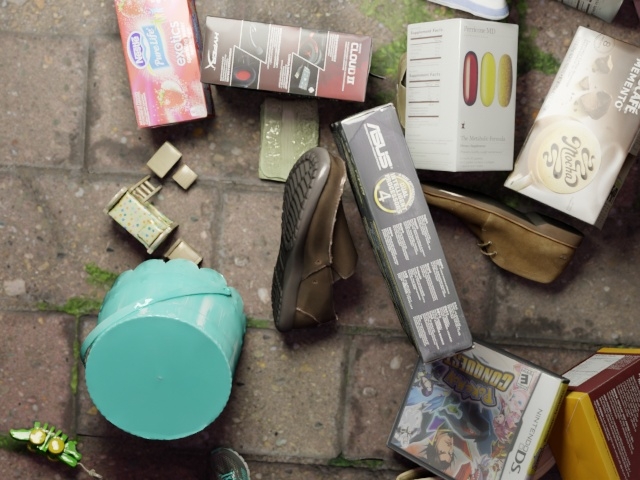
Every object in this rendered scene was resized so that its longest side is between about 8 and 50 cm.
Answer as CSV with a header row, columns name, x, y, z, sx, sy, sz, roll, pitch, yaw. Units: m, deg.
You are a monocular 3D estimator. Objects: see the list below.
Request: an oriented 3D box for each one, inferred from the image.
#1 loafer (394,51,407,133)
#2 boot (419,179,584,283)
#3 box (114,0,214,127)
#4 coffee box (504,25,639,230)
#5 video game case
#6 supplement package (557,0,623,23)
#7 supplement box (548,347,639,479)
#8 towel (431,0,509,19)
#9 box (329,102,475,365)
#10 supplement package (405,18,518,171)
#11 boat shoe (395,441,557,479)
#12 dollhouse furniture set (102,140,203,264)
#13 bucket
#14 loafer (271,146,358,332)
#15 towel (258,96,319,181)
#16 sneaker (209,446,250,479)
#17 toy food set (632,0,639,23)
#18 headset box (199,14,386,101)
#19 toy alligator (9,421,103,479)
name,x,y,z,sx,sy,sz,roll,pitch,yaw
loafer,0.156,-0.256,1.715,0.056,0.050,0.148,-4,97,0
boot,0.301,-0.016,1.723,0.305,0.112,0.115,22,107,-5
box,-0.264,-0.324,1.668,0.122,0.128,0.257,-9,97,1
coffee box,0.458,-0.188,1.665,0.168,0.119,0.297,28,97,22
video game case,0.265,0.302,1.705,0.275,0.035,0.248,23,96,37
supplement package,0.400,-0.507,1.588,0.262,0.198,0.199,26,96,10
supplement box,0.504,0.312,1.707,0.194,0.129,0.191,-25,97,-27
towel,0.185,-0.477,1.553,0.034,0.209,0.285,-46,138,-15
box,0.123,-0.023,1.610,0.097,0.318,0.395,-19,96,2
supplement package,0.234,-0.240,1.651,0.139,0.134,0.244,-4,99,-35
boat shoe,0.284,0.408,1.770,0.302,0.109,0.098,-25,97,8
dollhouse furniture set,-0.252,-0.053,1.713,0.182,0.101,0.161,41,95,-5
bucket,-0.263,0.187,1.667,0.281,0.183,0.281,0,114,-1
loafer,0.000,0.000,1.674,0.130,0.134,0.366,2,130,-13
towel,-0.054,-0.178,1.736,0.110,0.027,0.148,2,97,-1
sneaker,-0.151,0.454,1.787,0.065,0.076,0.166,-28,96,2
toy food set,0.686,-0.350,1.684,0.219,0.092,0.306,-20,97,3
headset box,-0.038,-0.293,1.627,0.293,0.218,0.110,7,98,-1
toy alligator,-0.471,0.376,1.793,0.189,0.056,0.051,27,56,-3
